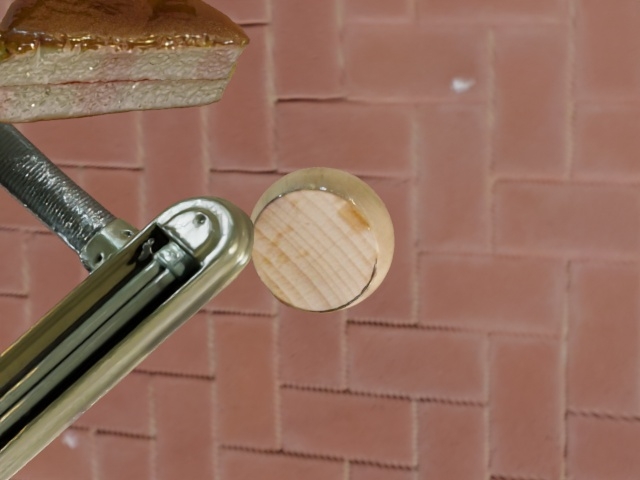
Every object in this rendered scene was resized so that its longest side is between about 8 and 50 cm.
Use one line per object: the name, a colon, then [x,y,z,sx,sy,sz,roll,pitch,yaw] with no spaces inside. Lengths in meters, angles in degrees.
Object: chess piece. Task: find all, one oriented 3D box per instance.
chess piece: [0.000,0.000,0.739,0.084,0.038,0.083,6,111,15]

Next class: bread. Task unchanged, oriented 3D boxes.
bread: [-0.085,-0.076,0.476,0.062,0.109,0.043,57,138,26]

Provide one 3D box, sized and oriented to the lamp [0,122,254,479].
lamp: [-0.202,-0.026,0.616,0.283,0.203,0.124,46,158,-14]
